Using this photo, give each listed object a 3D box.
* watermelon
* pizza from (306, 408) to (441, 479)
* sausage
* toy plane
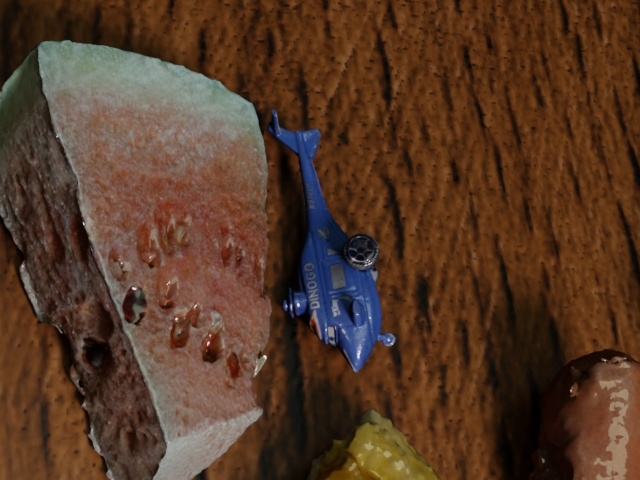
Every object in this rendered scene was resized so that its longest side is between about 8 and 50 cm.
[{"bbox_3d":[-0.093,0.022,0.819,0.154,0.094,0.241,3,66,-36],"label":"watermelon"},{"bbox_3d":[0.051,0.258,0.771,0.258,0.087,0.268,43,53,-6],"label":"pizza"},{"bbox_3d":[0.168,0.220,0.841,0.079,0.087,0.327,36,45,-58],"label":"sausage"},{"bbox_3d":[0.000,0.000,0.890,0.062,0.054,0.167,-12,71,-4],"label":"toy plane"}]
